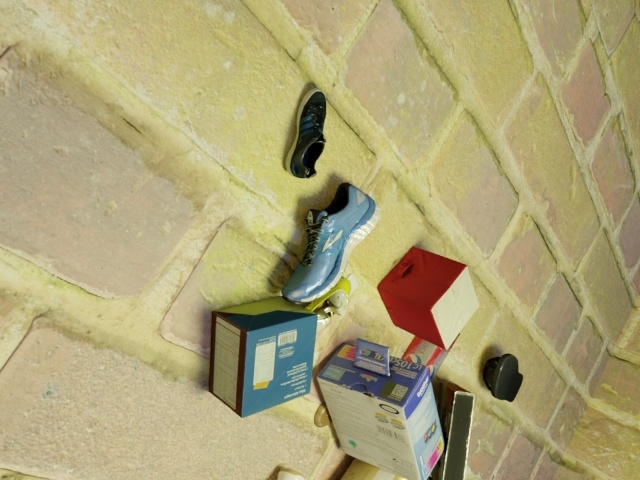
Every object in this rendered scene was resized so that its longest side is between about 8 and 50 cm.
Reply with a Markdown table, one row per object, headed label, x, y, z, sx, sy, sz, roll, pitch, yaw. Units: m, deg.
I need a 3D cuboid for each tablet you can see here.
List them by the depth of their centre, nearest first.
| label | x | y | z | sx | sy | sz | roll | pitch | yaw |
| --- | --- | --- | --- | --- | --- | --- | --- | --- | --- |
| tablet | 0.068 | 0.134 | 1.503 | 0.083 | 0.006 | 0.054 | -47 | 132 | -20 |

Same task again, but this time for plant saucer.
| label | x | y | z | sx | sy | sz | roll | pitch | yaw |
| --- | --- | --- | --- | --- | --- | --- | --- | --- | --- |
| plant saucer | 0.017 | 0.490 | 1.576 | 0.084 | 0.015 | 0.083 | -17 | 116 | -39 |

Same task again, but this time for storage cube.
| label | x | y | z | sx | sy | sz | roll | pitch | yaw |
| --- | --- | --- | --- | --- | --- | --- | --- | --- | --- |
| storage cube | 0.312 | 0.162 | 1.614 | 0.183 | 0.193 | 0.214 | -45 | 132 | -23 |

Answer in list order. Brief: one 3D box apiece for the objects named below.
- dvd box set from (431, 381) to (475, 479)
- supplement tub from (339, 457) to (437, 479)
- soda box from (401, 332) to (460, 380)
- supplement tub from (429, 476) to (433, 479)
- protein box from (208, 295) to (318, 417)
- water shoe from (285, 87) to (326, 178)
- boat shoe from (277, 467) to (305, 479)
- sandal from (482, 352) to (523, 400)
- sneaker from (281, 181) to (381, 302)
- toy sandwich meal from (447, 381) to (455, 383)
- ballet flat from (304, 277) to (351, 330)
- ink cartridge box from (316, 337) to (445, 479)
| label | x | y | z | sx | sy | sz | roll | pitch | yaw |
| --- | --- | --- | --- | --- | --- | --- | --- | --- | --- |
| dvd box set | 0.402 | 0.607 | 1.750 | 0.420 | 0.062 | 0.307 | 55 | 45 | -78 |
| supplement tub | 0.181 | 0.738 | 1.669 | 0.316 | 0.228 | 0.228 | -50 | 132 | -18 |
| soda box | 0.329 | 0.368 | 1.774 | 0.263 | 0.092 | 0.083 | -55 | 133 | -14 |
| supplement tub | 0.343 | 0.903 | 1.900 | 0.338 | 0.207 | 0.207 | 35 | 80 | -44 |
| protein box | -0.129 | 0.255 | 1.266 | 0.200 | 0.136 | 0.201 | -8 | 110 | -42 |
| water shoe | -0.012 | -0.233 | 1.241 | 0.073 | 0.080 | 0.203 | 9 | 98 | -45 |
| boat shoe | -0.058 | 0.736 | 1.522 | 0.277 | 0.098 | 0.096 | 63 | 38 | -27 |
| sandal | 0.703 | 0.542 | 2.203 | 0.167 | 0.107 | 0.446 | -59 | 147 | -11 |
| sneaker | 0.000 | 0.000 | 1.328 | 0.147 | 0.130 | 0.330 | 43 | 70 | -28 |
| toy sandwich meal | 0.455 | 0.547 | 2.007 | 0.086 | 0.029 | 0.085 | -23 | 125 | -37 |
| ballet flat | 0.012 | 0.176 | 1.409 | 0.231 | 0.077 | 0.077 | -33 | 120 | -29 |
| ink cartridge box | 0.162 | 0.442 | 1.506 | 0.151 | 0.270 | 0.395 | -48 | 134 | -37 |
